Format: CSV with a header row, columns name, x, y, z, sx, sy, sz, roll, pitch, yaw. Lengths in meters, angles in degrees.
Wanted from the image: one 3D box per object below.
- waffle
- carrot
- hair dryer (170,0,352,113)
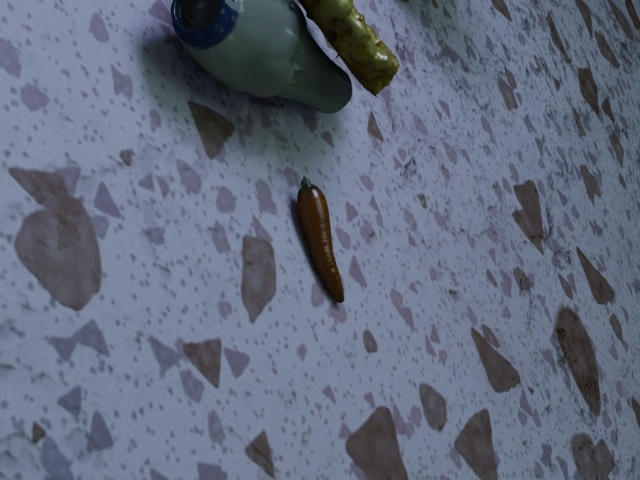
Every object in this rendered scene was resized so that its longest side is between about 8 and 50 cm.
name,x,y,z,sx,sy,sz,roll,pitch,yaw
waffle,-0.019,-0.296,1.227,0.312,0.060,0.307,56,6,14
carrot,0.000,0.000,1.198,0.035,0.035,0.142,-14,90,-58
hair dryer,-0.064,-0.250,1.217,0.296,0.119,0.298,41,27,-46
